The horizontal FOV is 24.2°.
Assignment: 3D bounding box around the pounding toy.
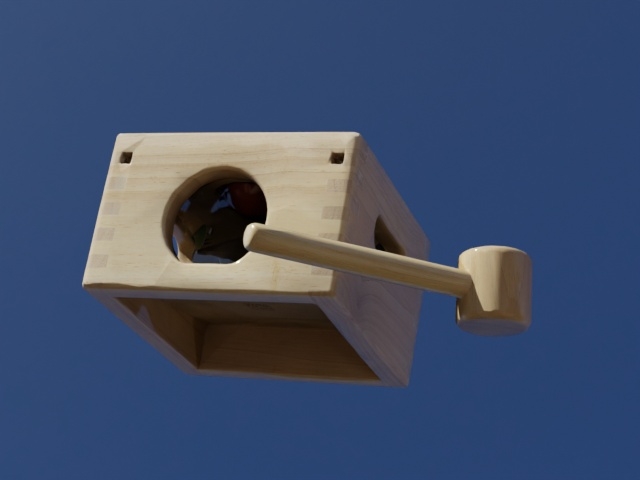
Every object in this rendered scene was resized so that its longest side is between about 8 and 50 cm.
[{"bbox_3d":[0.002,-0.004,0.699,0.206,0.094,0.181,1,-24,21],"label":"pounding toy"}]
